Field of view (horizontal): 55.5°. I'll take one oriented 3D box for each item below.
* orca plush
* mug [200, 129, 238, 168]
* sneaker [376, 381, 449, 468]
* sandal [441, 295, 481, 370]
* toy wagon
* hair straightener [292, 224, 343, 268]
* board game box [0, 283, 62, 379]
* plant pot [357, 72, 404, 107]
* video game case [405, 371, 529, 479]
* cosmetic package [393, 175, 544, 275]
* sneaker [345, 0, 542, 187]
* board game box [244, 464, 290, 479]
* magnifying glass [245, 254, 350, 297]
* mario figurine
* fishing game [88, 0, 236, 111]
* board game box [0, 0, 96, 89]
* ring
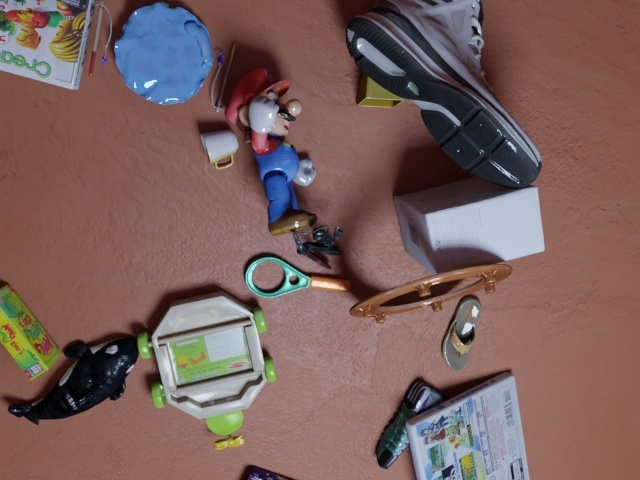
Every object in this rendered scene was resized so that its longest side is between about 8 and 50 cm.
[{"bbox_3d":[-0.508,0.304,1.258,0.287,0.102,0.151,-20,106,-4],"label":"orca plush"},{"bbox_3d":[-0.200,-0.189,1.222,0.064,0.078,0.062,-20,73,-13],"label":"mug"},{"bbox_3d":[0.219,0.447,1.424,0.098,0.083,0.224,26,97,-19],"label":"sneaker"},{"bbox_3d":[0.330,0.219,1.402,0.072,0.049,0.180,13,101,-12],"label":"sandal"},{"bbox_3d":[-0.233,0.287,1.318,0.267,0.068,0.345,-11,106,-6],"label":"toy wagon"},{"bbox_3d":[0.000,0.000,1.221,0.047,0.230,0.089,40,92,23],"label":"hair straightener"},{"bbox_3d":[-0.599,0.180,1.211,0.043,0.092,0.181,-33,101,-1],"label":"board game box"},{"bbox_3d":[0.122,-0.318,1.228,0.081,0.081,0.084,1,90,-9],"label":"plant pot"},{"bbox_3d":[0.359,0.515,1.445,0.299,0.036,0.329,-19,107,-21],"label":"video game case"},{"bbox_3d":[0.296,-0.037,1.245,0.224,0.224,0.138,-15,105,-5],"label":"cosmetic package"},{"bbox_3d":[0.287,-0.323,1.144,0.447,0.169,0.257,44,70,0],"label":"sneaker"},{"bbox_3d":[-0.047,0.689,1.432,0.346,0.056,0.208,24,102,-6],"label":"board game box"},{"bbox_3d":[-0.049,0.086,1.322,0.230,0.026,0.092,7,102,-12],"label":"magnifying glass"},{"bbox_3d":[-0.066,-0.180,1.164,0.170,0.198,0.321,-16,91,-25],"label":"mario figurine"},{"bbox_3d":[-0.300,-0.359,1.169,0.263,0.041,0.189,9,102,-19],"label":"fishing game"},{"bbox_3d":[-0.581,-0.410,1.102,0.305,0.053,0.193,13,101,-12],"label":"board game box"},{"bbox_3d":[0.223,0.115,1.230,0.336,0.337,0.032,-12,75,-6],"label":"ring"}]
